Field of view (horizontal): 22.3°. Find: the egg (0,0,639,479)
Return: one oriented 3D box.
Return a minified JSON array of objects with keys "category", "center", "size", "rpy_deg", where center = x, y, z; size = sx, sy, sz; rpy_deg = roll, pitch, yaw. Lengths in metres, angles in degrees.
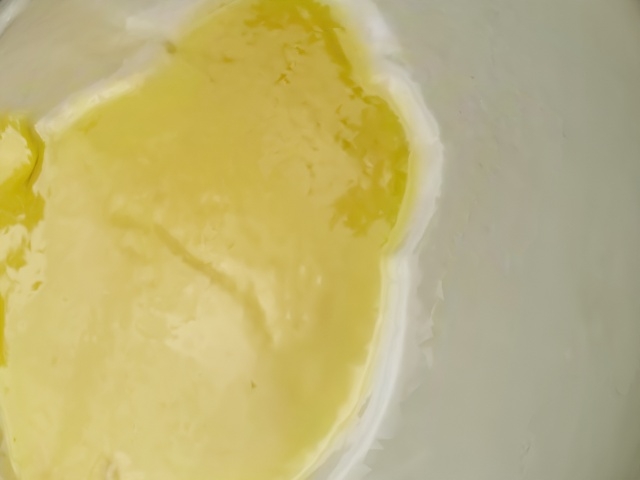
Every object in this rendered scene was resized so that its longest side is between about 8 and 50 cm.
[{"category":"egg","center":[0.000,0.000,0.585],"size":[0.283,0.345,0.283],"rpy_deg":[20,149,12]}]
